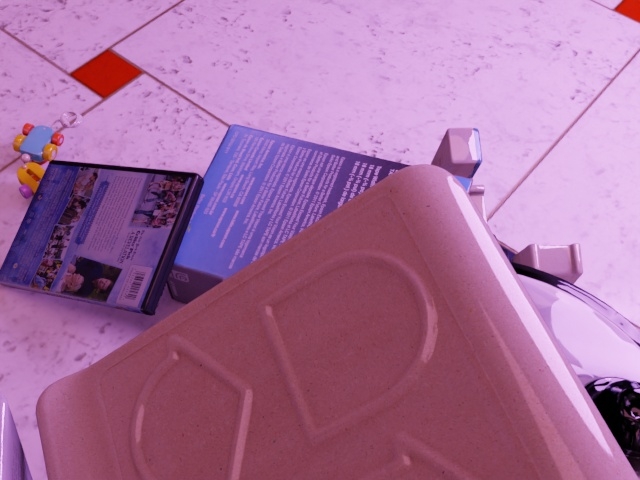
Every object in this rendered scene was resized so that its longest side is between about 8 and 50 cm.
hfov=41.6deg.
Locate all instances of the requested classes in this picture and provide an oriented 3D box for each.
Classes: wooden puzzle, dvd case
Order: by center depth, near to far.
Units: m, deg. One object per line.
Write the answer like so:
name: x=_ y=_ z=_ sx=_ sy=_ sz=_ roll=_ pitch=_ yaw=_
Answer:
wooden puzzle: x=0.002 y=0.158 z=0.542 sx=0.347 sy=0.080 sz=0.322 roll=-30 pitch=57 yaw=8
dvd case: x=-0.276 y=-0.011 z=1.045 sx=0.252 sy=0.022 sz=0.181 roll=7 pitch=68 yaw=29

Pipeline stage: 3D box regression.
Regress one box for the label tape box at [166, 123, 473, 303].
label tape box: x=0.000 y=0.000 z=1.072 sx=0.333 sy=0.106 sz=0.241 roll=15 pitch=56 yaw=12

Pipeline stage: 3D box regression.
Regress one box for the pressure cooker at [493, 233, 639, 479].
pressure cooker: x=0.121 y=0.217 z=0.731 sx=0.370 sy=0.420 sz=0.375 roll=39 pitch=61 yaw=23

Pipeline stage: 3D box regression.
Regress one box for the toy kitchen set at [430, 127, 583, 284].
toy kitchen set: x=0.249 y=-0.035 z=1.143 sx=0.165 sy=0.122 sz=0.207 roll=-1 pitch=73 yaw=-5

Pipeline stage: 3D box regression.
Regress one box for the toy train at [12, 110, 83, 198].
toy train: x=-0.363 y=-0.102 z=1.183 sx=0.125 sy=0.046 sz=0.166 roll=-15 pitch=58 yaw=-16

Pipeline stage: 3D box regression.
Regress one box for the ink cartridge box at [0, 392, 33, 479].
ink cartridge box: x=-0.292 y=0.326 z=0.620 sx=0.166 sy=0.395 sz=0.286 roll=-2 pitch=57 yaw=-13
